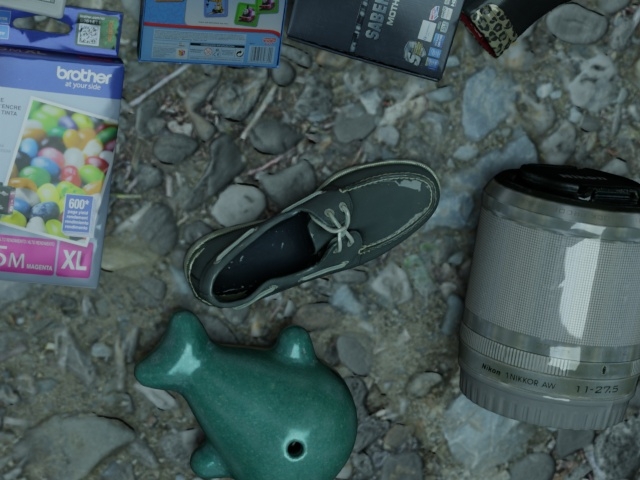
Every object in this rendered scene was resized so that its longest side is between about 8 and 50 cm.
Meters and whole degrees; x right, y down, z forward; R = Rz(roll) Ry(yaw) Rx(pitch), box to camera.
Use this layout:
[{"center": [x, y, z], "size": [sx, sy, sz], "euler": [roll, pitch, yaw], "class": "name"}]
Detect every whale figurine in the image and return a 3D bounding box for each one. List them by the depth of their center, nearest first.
[{"center": [-0.080, 0.193, 1.841], "size": [0.272, 0.141, 0.216], "euler": [36, 95, -18], "class": "whale figurine"}]

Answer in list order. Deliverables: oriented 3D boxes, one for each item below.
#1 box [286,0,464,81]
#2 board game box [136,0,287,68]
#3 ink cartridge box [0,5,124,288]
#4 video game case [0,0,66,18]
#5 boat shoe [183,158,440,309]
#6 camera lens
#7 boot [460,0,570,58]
[{"center": [0.079, -0.311, 1.748], "size": [0.183, 0.059, 0.232], "euler": [18, 108, 3], "class": "box"}, {"center": [-0.113, -0.294, 1.733], "size": [0.160, 0.039, 0.211], "euler": [2, 121, -13], "class": "board game box"}, {"center": [-0.321, -0.107, 1.755], "size": [0.186, 0.065, 0.311], "euler": [6, 101, -14], "class": "ink cartridge box"}, {"center": [-0.344, -0.348, 1.696], "size": [0.173, 0.022, 0.190], "euler": [11, 96, -15], "class": "video game case"}, {"center": [0.000, 0.000, 1.830], "size": [0.320, 0.099, 0.116], "euler": [-21, 108, -6], "class": "boat shoe"}, {"center": [0.280, 0.058, 1.843], "size": [0.219, 0.219, 0.274], "euler": [5, 103, -14], "class": "camera lens"}, {"center": [0.208, -0.338, 1.788], "size": [0.179, 0.085, 0.236], "euler": [-39, 118, 0], "class": "boot"}]
